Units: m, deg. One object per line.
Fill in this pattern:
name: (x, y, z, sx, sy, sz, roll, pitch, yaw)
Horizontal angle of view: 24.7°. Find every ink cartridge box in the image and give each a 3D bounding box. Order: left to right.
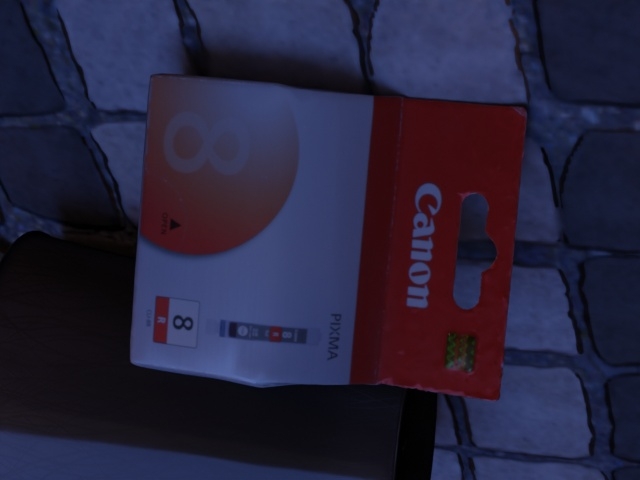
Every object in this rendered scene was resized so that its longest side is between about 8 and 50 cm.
ink cartridge box: (0.000, 0.000, 0.695, 0.179, 0.045, 0.145, 7, 96, 20)

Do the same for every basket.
basket: (-0.057, 0.105, 0.809, 0.227, 0.154, 0.204, 6, 108, 14)

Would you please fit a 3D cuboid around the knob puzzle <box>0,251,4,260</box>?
knob puzzle: (-0.238, 0.078, 0.873, 0.213, 0.213, 0.030, 52, 164, -28)
